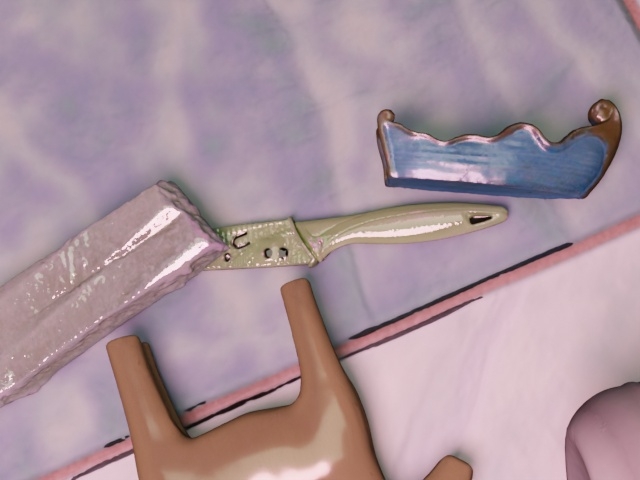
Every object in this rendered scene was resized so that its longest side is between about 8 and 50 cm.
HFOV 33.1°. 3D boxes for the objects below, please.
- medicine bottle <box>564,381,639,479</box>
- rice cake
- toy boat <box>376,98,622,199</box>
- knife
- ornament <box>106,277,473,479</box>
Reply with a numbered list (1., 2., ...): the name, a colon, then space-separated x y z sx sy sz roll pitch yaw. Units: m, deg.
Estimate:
1. medicine bottle: 0.318 0.187 0.635 0.306 0.245 0.245 -10 75 4
2. rice cake: -0.183 0.039 0.838 0.226 0.040 0.085 -34 74 4
3. toy boat: 0.133 -0.075 0.814 0.185 0.075 0.077 5 85 6
4. knife: 0.000 0.000 0.843 0.293 0.020 0.043 -5 76 8
5. ornament: -0.017 0.154 0.783 0.230 0.061 0.245 -20 73 0
